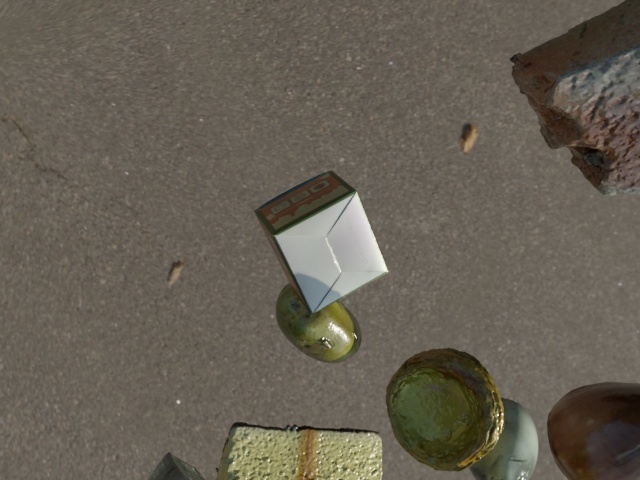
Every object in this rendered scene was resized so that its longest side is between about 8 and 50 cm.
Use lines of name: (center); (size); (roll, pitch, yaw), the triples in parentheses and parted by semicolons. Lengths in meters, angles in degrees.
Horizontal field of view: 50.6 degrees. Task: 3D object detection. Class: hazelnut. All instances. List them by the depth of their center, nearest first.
hazelnut: (0.338, 0.221, 0.779); (0.150, 0.150, 0.150); (-8, 108, -26)

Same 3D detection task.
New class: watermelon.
watermelon: (0.440, -0.186, 0.895); (0.302, 0.151, 0.264); (-26, 129, 11)

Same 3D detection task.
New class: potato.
potato: (-0.005, 0.187, 1.527); (0.148, 0.197, 0.228); (-58, 160, -9)

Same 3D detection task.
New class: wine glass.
wine glass: (0.427, 0.533, 1.613); (0.191, 0.357, 0.190); (5, 114, 11)

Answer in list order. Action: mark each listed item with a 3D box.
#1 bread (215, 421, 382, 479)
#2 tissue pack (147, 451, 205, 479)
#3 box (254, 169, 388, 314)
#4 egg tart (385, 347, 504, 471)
bread: (-0.046, 0.342, 1.021); (0.240, 0.178, 0.135); (7, 77, -19)
tissue pack: (-0.345, 0.595, 1.336); (0.103, 0.228, 0.315); (37, 75, -15)
box: (0.000, 0.000, 1.307); (0.177, 0.148, 0.195); (-29, 119, -8)
egg tart: (0.291, 0.379, 1.553); (0.123, 0.294, 0.294); (-9, 111, -54)
